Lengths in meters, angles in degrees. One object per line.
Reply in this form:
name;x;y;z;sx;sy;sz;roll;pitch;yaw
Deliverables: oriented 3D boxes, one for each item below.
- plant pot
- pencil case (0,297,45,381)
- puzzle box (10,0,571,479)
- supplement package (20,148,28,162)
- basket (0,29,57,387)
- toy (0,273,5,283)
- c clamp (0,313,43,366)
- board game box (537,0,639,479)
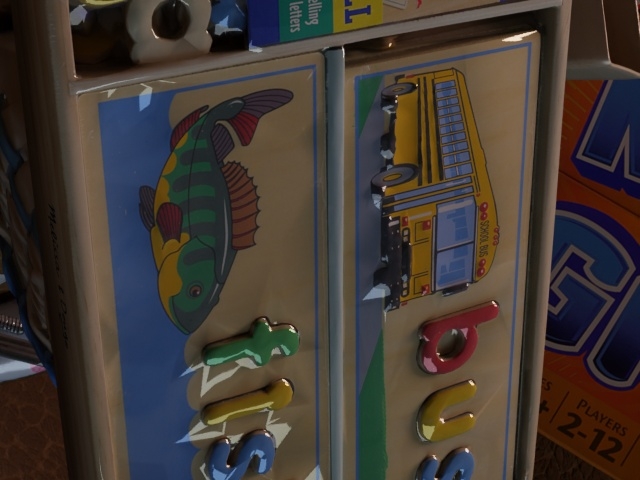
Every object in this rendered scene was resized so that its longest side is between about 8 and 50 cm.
plant pot;0.156;-0.160;0.856;0.096;0.109;0.109;-7;179;27
pencil case;-0.448;0.143;1.675;0.273;0.113;0.124;-17;-178;-10
puzzle box;0.000;0.000;0.628;0.272;0.408;0.052;-16;-151;-27
supplement package;-0.159;-0.033;1.020;0.179;0.105;0.105;-15;172;-20
basket;-0.098;-0.003;0.793;0.201;0.254;0.289;-19;163;-13
toy;-0.448;0.069;1.315;0.237;0.056;0.137;-26;167;27
c clamp;-0.232;0.049;0.829;0.161;0.022;0.137;18;-178;-11
board game box;0.312;0.030;1.099;0.356;0.357;0.356;-59;172;0
